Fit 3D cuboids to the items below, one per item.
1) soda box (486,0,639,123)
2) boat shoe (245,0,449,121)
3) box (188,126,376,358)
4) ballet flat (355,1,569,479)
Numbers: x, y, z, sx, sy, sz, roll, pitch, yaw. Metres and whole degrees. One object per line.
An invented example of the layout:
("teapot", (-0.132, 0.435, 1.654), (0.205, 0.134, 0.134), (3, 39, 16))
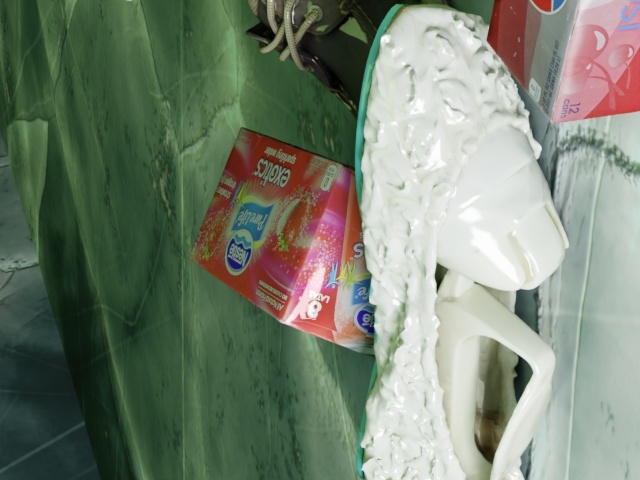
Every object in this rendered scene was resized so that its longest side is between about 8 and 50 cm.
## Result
("soda box", (0.163, -0.196, 0.873), (0.092, 0.083, 0.263), (-118, 27, -44))
("boat shoe", (0.003, -0.178, 1.279), (0.132, 0.130, 0.355), (102, 153, -46))
("box", (0.000, 0.000, 1.319), (0.128, 0.122, 0.257), (-68, 22, 3))
("ballet flat", (0.107, 0.033, 1.124), (0.147, 0.147, 0.409), (-125, 29, -53))
